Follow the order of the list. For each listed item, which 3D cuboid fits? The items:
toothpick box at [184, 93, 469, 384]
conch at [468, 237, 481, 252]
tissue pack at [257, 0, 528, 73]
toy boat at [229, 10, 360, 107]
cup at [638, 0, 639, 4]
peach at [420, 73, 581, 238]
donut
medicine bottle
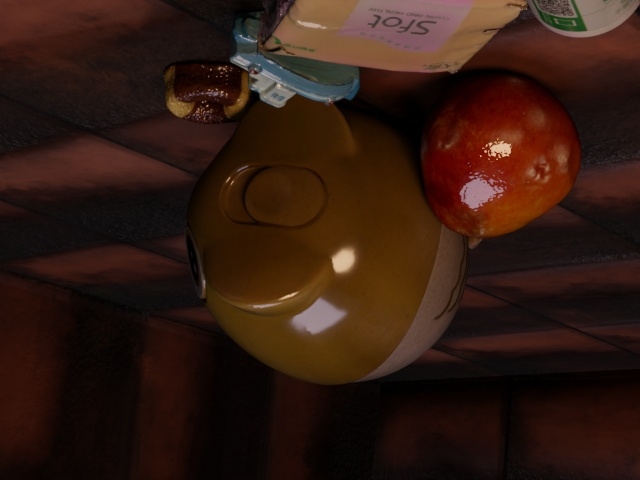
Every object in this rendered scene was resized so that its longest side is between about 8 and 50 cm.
[{"bbox_3d":[0.000,0.000,2.067,0.409,0.408,0.425,0,161,22],"label":"toothpick box"},{"bbox_3d":[0.274,-0.049,2.379,0.080,0.086,0.233,11,162,-17],"label":"conch"},{"bbox_3d":[0.077,-0.279,1.563,0.257,0.123,0.215,3,164,-18],"label":"tissue pack"},{"bbox_3d":[-0.042,-0.230,1.833,0.215,0.088,0.102,18,151,-30],"label":"toy boat"},{"bbox_3d":[0.412,-0.275,1.310,0.226,0.185,0.241,-16,-166,-8],"label":"cup"},{"bbox_3d":[0.235,-0.116,1.901,0.243,0.243,0.199,20,-159,-42],"label":"peach"},{"bbox_3d":[-0.160,-0.213,2.012,0.141,0.059,0.140,5,161,2],"label":"donut"},{"bbox_3d":[0.237,-0.312,1.362,0.133,0.133,0.274,-1,163,23],"label":"medicine bottle"}]
